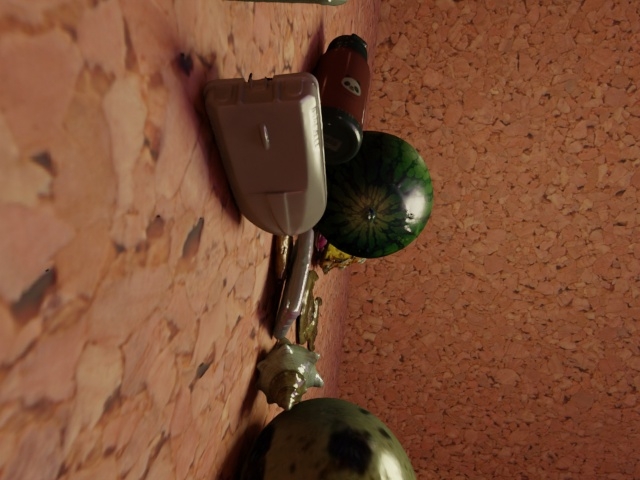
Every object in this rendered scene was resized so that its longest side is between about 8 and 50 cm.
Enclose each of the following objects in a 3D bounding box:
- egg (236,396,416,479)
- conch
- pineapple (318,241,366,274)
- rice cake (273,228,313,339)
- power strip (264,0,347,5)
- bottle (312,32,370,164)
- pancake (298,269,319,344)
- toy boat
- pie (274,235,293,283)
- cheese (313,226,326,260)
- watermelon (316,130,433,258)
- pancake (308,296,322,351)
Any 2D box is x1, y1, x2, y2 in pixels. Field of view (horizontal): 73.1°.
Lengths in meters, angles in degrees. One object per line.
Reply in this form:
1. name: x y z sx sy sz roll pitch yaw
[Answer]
1. egg: 0.012 0.481 0.825 0.428 0.344 0.346 -87 -177 -79
2. conch: -0.053 0.262 0.888 0.115 0.137 0.234 -69 172 27
3. pineapple: 0.085 0.021 1.466 0.335 0.158 0.161 -82 -171 -50
4. rice cake: -0.057 0.093 0.920 0.189 0.037 0.198 116 -13 -59
5. power strip: -0.038 -0.374 0.449 0.139 0.140 0.225 -64 160 -60
6. bottle: 0.045 -0.341 0.991 0.144 0.143 0.337 84 16 -56
7. pancake: -0.037 0.204 1.303 0.212 0.029 0.235 -71 164 -49
8. toy boat: -0.061 -0.110 0.579 0.269 0.140 0.141 83 17 -66
9. pie: -0.074 0.003 0.881 0.092 0.034 0.170 4 88 -78
10. cheese: 0.000 0.000 1.338 0.095 0.038 0.145 -70 171 -49
11. watermelon: 0.131 -0.117 1.142 0.363 0.362 0.364 7 90 -81
12. pancake: -0.019 0.297 1.525 0.184 0.020 0.191 -55 151 -74
